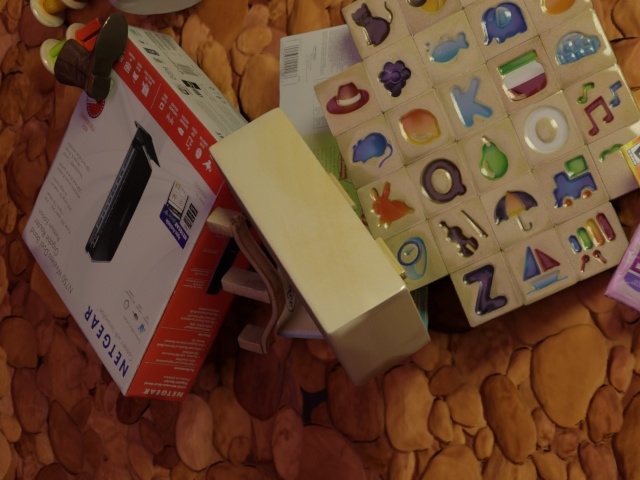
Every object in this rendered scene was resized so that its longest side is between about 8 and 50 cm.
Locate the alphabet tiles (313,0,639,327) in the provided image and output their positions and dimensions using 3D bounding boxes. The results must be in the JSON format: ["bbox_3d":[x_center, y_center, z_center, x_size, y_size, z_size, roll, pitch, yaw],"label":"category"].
[{"bbox_3d":[0.154,-0.106,1.627,0.285,0.011,0.342,-26,78,22],"label":"alphabet tiles"}]

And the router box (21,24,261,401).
[{"bbox_3d":[-0.193,-0.036,1.929,0.335,0.082,0.301,48,119,46],"label":"router box"}]

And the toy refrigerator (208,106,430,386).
[{"bbox_3d":[0.000,0.000,1.646,0.094,0.102,0.269,-31,51,-3],"label":"toy refrigerator"}]

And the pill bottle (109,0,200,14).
[{"bbox_3d":[-0.197,-0.374,1.965,0.118,0.118,0.208,-17,77,41],"label":"pill bottle"}]

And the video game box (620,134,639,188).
[{"bbox_3d":[0.378,-0.040,1.451,0.187,0.048,0.205,-34,66,24],"label":"video game box"}]

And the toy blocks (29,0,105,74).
[{"bbox_3d":[-0.282,-0.281,2.083,0.148,0.054,0.123,-28,69,38],"label":"toy blocks"}]

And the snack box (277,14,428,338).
[{"bbox_3d":[0.032,-0.059,1.760,0.187,0.060,0.321,-2,87,53],"label":"snack box"}]

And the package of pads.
[{"bbox_3d":[0.294,0.024,1.541,0.050,0.032,0.083,27,109,7],"label":"package of pads"}]

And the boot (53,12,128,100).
[{"bbox_3d":[-0.267,-0.221,1.972,0.114,0.037,0.106,32,105,55],"label":"boot"}]

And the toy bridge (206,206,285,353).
[{"bbox_3d":[-0.069,0.045,1.751,0.063,0.026,0.188,16,138,27],"label":"toy bridge"}]
